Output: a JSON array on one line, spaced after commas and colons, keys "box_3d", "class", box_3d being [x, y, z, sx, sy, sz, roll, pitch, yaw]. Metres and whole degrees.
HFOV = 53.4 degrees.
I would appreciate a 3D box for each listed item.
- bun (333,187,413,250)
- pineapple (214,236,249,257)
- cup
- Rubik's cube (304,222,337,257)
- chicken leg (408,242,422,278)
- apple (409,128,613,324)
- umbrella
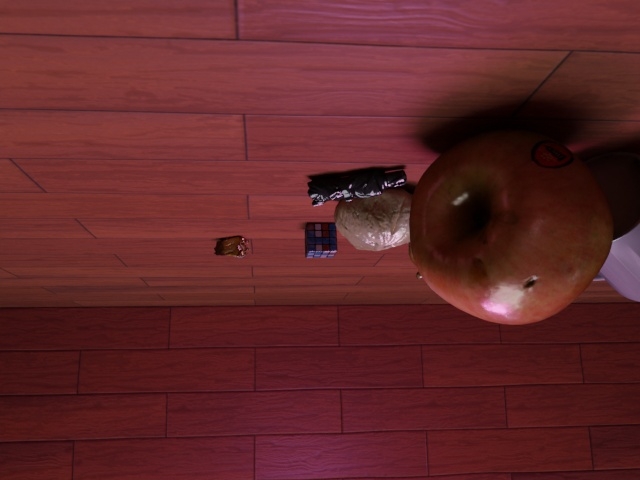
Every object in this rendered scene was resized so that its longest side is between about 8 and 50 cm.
[{"box_3d": [0.153, -0.047, 1.660, 0.244, 0.153, 0.244, 1, 163, 0], "class": "bun"}, {"box_3d": [-0.297, 0.031, 2.128, 0.116, 0.069, 0.137, 1, 168, -13], "class": "pineapple"}, {"box_3d": [0.675, 0.003, 1.456, 0.323, 0.236, 0.327, -34, 130, 29], "class": "cup"}, {"box_3d": [0.000, 0.000, 1.965, 0.092, 0.092, 0.092, 0, 167, -7], "class": "Rubik's cube"}, {"box_3d": [0.405, -0.045, 1.656, 0.429, 0.201, 0.152, -26, 110, 39], "class": "chicken leg"}, {"box_3d": [0.370, -0.027, 1.259, 0.392, 0.391, 0.347, -13, 161, 41], "class": "apple"}, {"box_3d": [0.085, -0.131, 1.489, 0.236, 0.059, 0.066, -9, 123, 19], "class": "umbrella"}]
